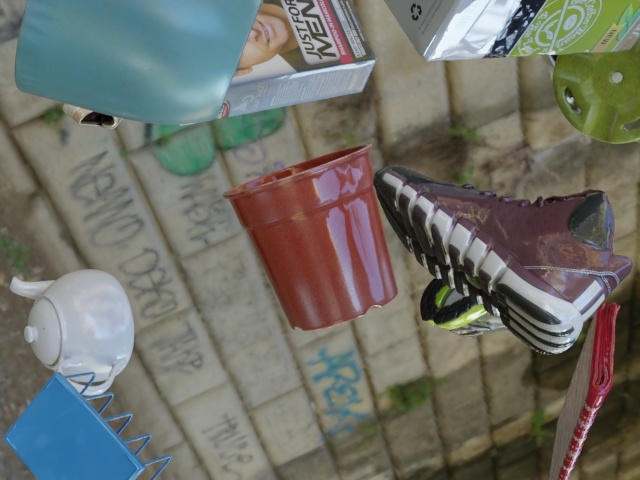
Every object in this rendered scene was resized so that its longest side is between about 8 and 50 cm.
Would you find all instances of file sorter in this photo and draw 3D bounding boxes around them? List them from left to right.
[{"bbox_3d":[-0.299,0.269,1.242,0.170,0.118,0.104,43,10,15],"label":"file sorter"}]

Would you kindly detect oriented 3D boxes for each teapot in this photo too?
[{"bbox_3d":[-0.512,0.185,1.949,0.256,0.187,0.253,-8,-91,49],"label":"teapot"}]

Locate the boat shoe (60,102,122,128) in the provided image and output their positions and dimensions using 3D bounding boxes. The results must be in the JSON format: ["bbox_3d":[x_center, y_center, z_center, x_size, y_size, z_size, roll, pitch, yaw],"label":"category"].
[{"bbox_3d":[-0.382,-0.225,1.689,0.059,0.063,0.170,52,31,18],"label":"boat shoe"}]

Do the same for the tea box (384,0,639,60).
[{"bbox_3d":[0.248,-0.379,0.973,0.220,0.323,0.329,62,-35,26],"label":"tea box"}]

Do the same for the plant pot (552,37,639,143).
[{"bbox_3d":[0.468,-0.250,1.383,0.276,0.254,0.276,13,-67,34],"label":"plant pot"}]

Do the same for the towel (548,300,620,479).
[{"bbox_3d":[0.372,0.242,1.357,0.199,0.031,0.275,-61,162,-50],"label":"towel"}]

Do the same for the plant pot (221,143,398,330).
[{"bbox_3d":[0.000,0.000,1.647,0.272,0.272,0.265,-156,-133,-79],"label":"plant pot"}]

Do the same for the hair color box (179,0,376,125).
[{"bbox_3d":[-0.107,-0.351,1.770,0.113,0.374,0.185,116,-44,-61],"label":"hair color box"}]

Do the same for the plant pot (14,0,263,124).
[{"bbox_3d":[-0.200,-0.276,1.154,0.293,0.235,0.293,-160,-90,-82],"label":"plant pot"}]

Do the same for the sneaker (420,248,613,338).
[{"bbox_3d":[0.300,0.064,1.420,0.121,0.300,0.111,33,44,-40],"label":"sneaker"}]

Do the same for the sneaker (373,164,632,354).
[{"bbox_3d":[0.193,-0.018,0.966,0.281,0.162,0.106,43,-17,34],"label":"sneaker"}]

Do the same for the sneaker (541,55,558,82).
[{"bbox_3d":[0.515,-0.354,1.954,0.262,0.099,0.121,43,19,-26],"label":"sneaker"}]
